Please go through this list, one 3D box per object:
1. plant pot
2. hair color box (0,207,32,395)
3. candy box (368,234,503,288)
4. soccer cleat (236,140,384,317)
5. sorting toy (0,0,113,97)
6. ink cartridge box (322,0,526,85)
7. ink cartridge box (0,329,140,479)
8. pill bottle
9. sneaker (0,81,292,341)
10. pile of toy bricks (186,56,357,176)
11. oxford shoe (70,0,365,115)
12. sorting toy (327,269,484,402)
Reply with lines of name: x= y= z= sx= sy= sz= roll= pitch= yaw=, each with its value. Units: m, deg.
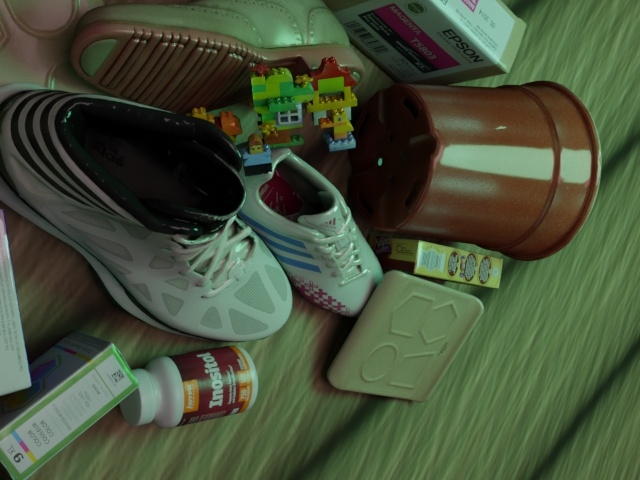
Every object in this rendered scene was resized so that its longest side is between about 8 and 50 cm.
plant pot: x=0.201 y=-0.108 z=1.109 sx=0.265 sy=0.272 sz=0.272 roll=2 pitch=91 yaw=-29
hair color box: x=-0.454 y=0.083 z=0.691 sx=0.339 sy=0.110 sz=0.185 roll=-12 pitch=100 yaw=-38
candy box: x=0.173 y=0.033 z=1.170 sx=0.187 sy=0.109 sz=0.053 roll=9 pitch=89 yaw=-37
soccer cleat: x=0.000 y=0.000 z=1.014 sx=0.331 sy=0.143 sz=0.116 roll=44 pitch=66 yaw=-30
sorting toy: x=-0.304 y=-0.149 z=0.844 sx=0.229 sy=0.041 sz=0.307 roll=-33 pitch=117 yaw=-33
ink cartridge box: x=0.132 y=-0.312 z=1.072 sx=0.235 sy=0.193 sz=0.088 roll=32 pitch=72 yaw=-34
ink cartridge box: x=-0.304 y=0.185 z=0.808 sx=0.209 sy=0.109 sz=0.062 roll=-40 pitch=115 yaw=-29
pill bottle: x=-0.159 y=0.177 z=0.935 sx=0.152 sy=0.086 sz=0.086 roll=-5 pitch=95 yaw=-38
sneaker: x=-0.136 y=0.007 z=0.815 sx=0.447 sy=0.258 sz=0.169 roll=41 pitch=71 yaw=-39
pile of toy bricks: x=-0.055 y=-0.154 z=0.883 sx=0.212 sy=0.118 sz=0.105 roll=-10 pitch=130 yaw=-8
oxford shoe: x=-0.122 y=-0.242 z=0.929 sx=0.397 sy=0.140 sz=0.146 roll=-6 pitch=71 yaw=-47
sorting toy: x=0.125 y=0.144 z=1.143 sx=0.208 sy=0.038 sz=0.193 roll=20 pitch=104 yaw=-39
